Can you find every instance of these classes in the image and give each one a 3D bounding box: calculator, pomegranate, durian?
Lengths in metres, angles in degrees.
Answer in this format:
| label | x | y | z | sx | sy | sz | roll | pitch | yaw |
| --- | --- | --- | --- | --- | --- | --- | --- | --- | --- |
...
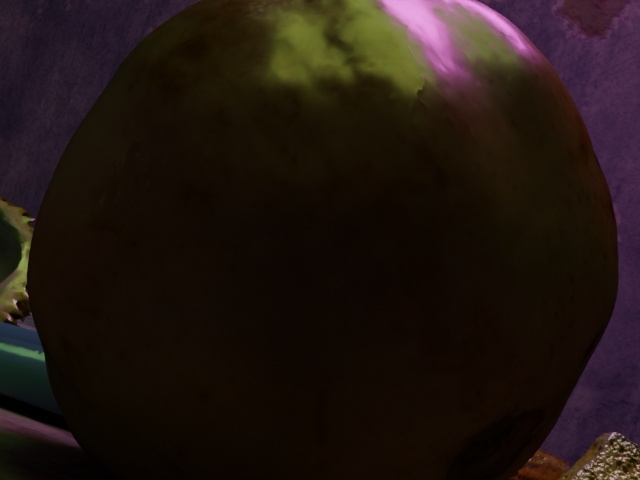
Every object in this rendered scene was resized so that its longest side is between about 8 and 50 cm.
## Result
| label | x | y | z | sx | sy | sz | roll | pitch | yaw |
| --- | --- | --- | --- | --- | --- | --- | --- | --- | --- |
| calculator | -0.275 | 0.102 | 1.228 | 0.386 | 0.054 | 0.256 | 16 | -3 | 4 |
| pomegranate | 0.000 | 0.000 | 0.967 | 0.411 | 0.411 | 0.411 | 19 | -3 | 1 |
| durian | -0.418 | 0.016 | 1.524 | 0.355 | 0.157 | 0.169 | 19 | 10 | 33 |

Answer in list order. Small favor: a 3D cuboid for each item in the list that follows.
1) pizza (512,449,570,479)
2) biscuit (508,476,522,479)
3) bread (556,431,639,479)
| label | x | y | z | sx | sy | sz | roll | pitch | yaw |
| --- | --- | --- | --- | --- | --- | --- | --- | --- | --- |
| pizza | 0.201 | 0.296 | 2.020 | 0.335 | 0.086 | 0.226 | 21 | -8 | 7 |
| biscuit | 0.241 | 0.279 | 1.268 | 0.314 | 0.063 | 0.367 | 21 | -3 | 13 |
| bread | 0.311 | 0.282 | 1.509 | 0.129 | 0.114 | 0.111 | 36 | -30 | 14 |
